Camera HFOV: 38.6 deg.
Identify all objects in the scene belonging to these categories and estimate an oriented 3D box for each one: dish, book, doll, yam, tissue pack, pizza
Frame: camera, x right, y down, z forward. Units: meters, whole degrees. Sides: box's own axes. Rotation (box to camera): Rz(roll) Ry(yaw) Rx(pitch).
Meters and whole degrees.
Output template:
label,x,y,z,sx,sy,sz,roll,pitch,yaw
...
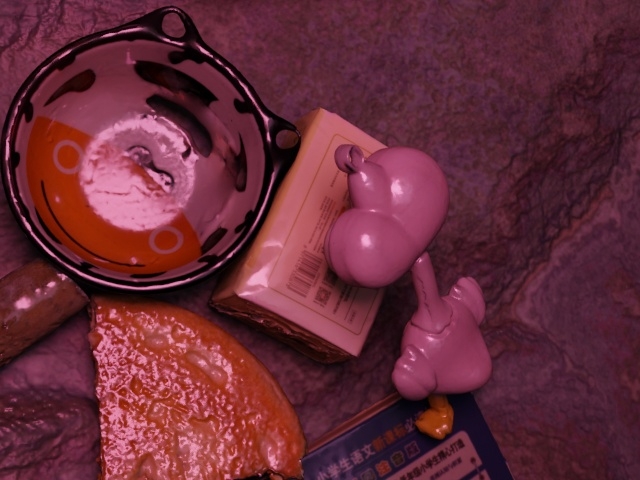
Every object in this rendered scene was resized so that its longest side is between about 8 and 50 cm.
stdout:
label,x,y,z,sx,sy,sz,roll,pitch,yaw
dish,-0.186,-0.076,0.959,0.302,0.120,0.303,3,79,-15
book,0.128,0.394,1.025,0.300,0.039,0.428,-25,89,-22
doll,0.098,0.048,0.933,0.160,0.094,0.365,-48,126,-28
yam,-0.320,0.084,0.897,0.179,0.078,0.078,-36,93,-11
tissue pack,0.000,0.000,1.009,0.159,0.125,0.234,28,71,-16
pizza,-0.156,0.192,0.940,0.289,0.081,0.229,35,62,-7
